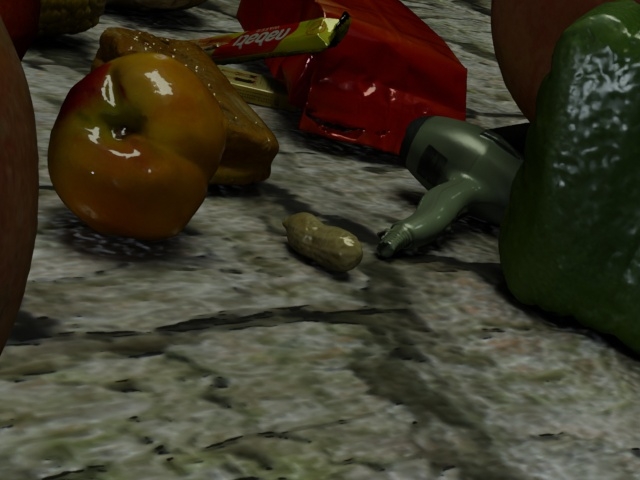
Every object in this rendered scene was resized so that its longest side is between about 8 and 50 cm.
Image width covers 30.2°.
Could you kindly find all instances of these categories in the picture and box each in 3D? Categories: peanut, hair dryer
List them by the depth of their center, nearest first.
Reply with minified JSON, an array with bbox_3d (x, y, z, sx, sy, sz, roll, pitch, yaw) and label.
[{"bbox_3d":[0.000,0.000,0.933,0.037,0.037,0.083,-8,32,-45],"label":"peanut"},{"bbox_3d":[0.167,-0.020,1.059,0.219,0.088,0.225,18,34,1],"label":"hair dryer"}]

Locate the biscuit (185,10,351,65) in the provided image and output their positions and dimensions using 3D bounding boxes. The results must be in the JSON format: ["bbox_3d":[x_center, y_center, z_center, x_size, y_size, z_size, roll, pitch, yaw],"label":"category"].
[{"bbox_3d":[-0.096,-0.204,1.253,0.292,0.026,0.048,-2,43,34],"label":"biscuit"}]

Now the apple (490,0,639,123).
[{"bbox_3d":[0.333,-0.213,1.104,0.364,0.364,0.364,12,21,-5],"label":"apple"}]

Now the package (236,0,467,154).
[{"bbox_3d":[0.029,-0.227,1.382,0.196,0.123,0.423,15,23,-21],"label":"package"}]

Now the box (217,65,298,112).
[{"bbox_3d":[-0.092,-0.178,1.360,0.149,0.020,0.073,12,20,-3],"label":"box"}]

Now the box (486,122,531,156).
[{"bbox_3d":[0.323,-0.036,1.202,0.350,0.058,0.211,28,24,32],"label":"box"}]

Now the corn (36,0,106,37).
[{"bbox_3d":[-0.375,-0.273,1.303,0.119,0.119,0.322,29,22,34],"label":"corn"}]

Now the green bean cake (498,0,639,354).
[{"bbox_3d":[0.259,-0.040,0.912,0.222,0.248,0.125,27,26,15],"label":"green bean cake"}]

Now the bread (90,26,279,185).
[{"bbox_3d":[-0.131,-0.126,1.121,0.139,0.077,0.271,7,23,-27],"label":"bread"}]

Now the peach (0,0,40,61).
[{"bbox_3d":[-0.373,-0.220,0.990,0.281,0.238,0.281,41,27,-26],"label":"peach"}]

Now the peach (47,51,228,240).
[{"bbox_3d":[-0.137,-0.069,0.886,0.138,0.138,0.138,12,21,-5],"label":"peach"}]

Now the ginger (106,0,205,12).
[{"bbox_3d":[-0.260,-0.369,1.616,0.270,0.123,0.219,-18,33,-38],"label":"ginger"}]

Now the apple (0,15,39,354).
[{"bbox_3d":[-0.282,-0.023,0.445,0.339,0.338,0.305,3,3,-26],"label":"apple"}]
